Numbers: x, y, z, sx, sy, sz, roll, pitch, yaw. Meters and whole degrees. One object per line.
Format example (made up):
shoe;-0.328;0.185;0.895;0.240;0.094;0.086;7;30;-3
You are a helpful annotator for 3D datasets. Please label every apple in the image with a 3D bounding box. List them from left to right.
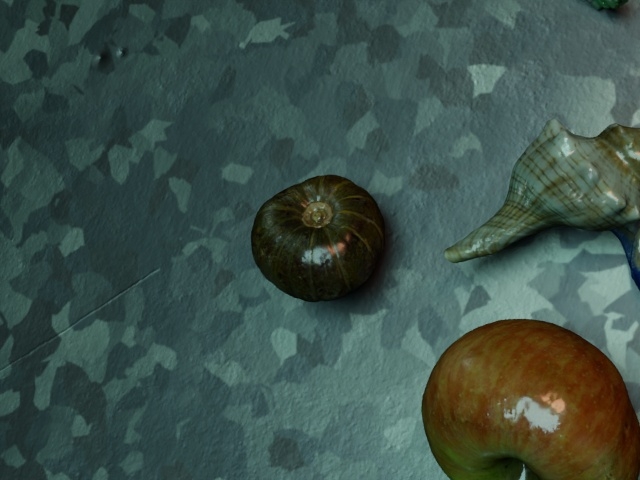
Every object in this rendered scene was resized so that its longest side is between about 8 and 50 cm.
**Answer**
apple;0.297;0.238;1.661;0.309;0.277;0.250;30;49;11

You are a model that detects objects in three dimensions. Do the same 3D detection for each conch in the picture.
conch;0.350;-0.091;1.757;0.386;0.203;0.170;-13;102;18

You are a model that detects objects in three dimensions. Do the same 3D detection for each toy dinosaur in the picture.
toy dinosaur;0.462;0.080;1.729;0.247;0.075;0.188;33;94;35

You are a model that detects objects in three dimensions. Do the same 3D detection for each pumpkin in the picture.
pumpkin;0.000;0.000;1.909;0.218;0.162;0.219;-10;47;12

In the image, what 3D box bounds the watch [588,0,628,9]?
watch;0.440;-0.449;1.854;0.152;0.131;0.165;-45;59;-12
